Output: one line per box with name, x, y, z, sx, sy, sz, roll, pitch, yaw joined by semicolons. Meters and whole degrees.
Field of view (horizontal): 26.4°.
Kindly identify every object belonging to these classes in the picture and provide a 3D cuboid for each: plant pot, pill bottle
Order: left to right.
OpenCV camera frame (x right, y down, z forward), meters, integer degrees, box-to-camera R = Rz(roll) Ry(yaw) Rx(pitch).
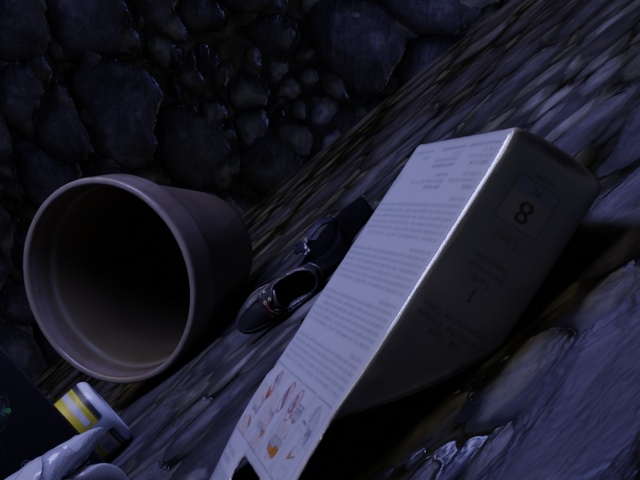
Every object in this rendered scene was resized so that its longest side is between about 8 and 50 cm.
pill bottle;-0.349;0.282;1.805;0.184;0.103;0.103;-42;7;-9
plant pot;-0.256;0.037;2.168;0.323;0.323;0.280;-37;-8;31

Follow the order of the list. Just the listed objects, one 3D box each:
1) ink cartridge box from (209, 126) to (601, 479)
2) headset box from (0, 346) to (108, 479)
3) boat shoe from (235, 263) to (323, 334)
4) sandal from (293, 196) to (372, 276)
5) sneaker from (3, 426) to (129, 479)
ink cartridge box;0.050;0.092;1.120;0.385;0.091;0.308;-58;9;-3
headset box;-0.430;0.263;1.634;0.246;0.283;0.131;-44;8;-16
boat shoe;-0.056;0.075;1.738;0.133;0.049;0.042;-35;0;10
sandal;0.000;0.000;1.872;0.097;0.054;0.254;-38;8;25
sneaker;-0.260;0.281;1.287;0.210;0.137;0.366;-28;-6;-3
